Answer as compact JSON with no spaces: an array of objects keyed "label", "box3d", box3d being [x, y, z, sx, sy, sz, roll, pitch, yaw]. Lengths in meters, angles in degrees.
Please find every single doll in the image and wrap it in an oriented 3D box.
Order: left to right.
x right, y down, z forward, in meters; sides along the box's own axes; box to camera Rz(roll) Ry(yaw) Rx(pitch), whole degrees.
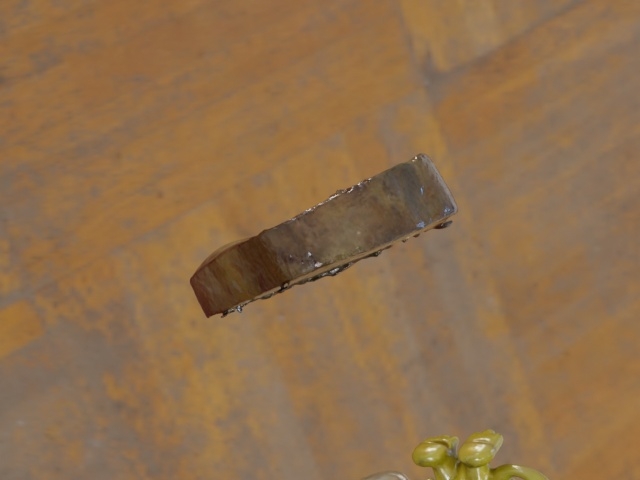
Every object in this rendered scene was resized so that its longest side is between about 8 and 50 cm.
[{"label":"doll","box3d":[0.124,0.206,1.112,0.096,0.145,0.188,-40,138,-54]}]

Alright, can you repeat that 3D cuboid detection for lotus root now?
[{"label":"lotus root","box3d":[0.000,0.000,1.663,0.260,0.170,0.074,-24,90,-2]}]

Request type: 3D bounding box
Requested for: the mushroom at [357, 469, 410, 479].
[{"label":"mushroom","box3d":[0.084,0.337,1.537,0.292,0.292,0.290,-61,144,-22]}]
